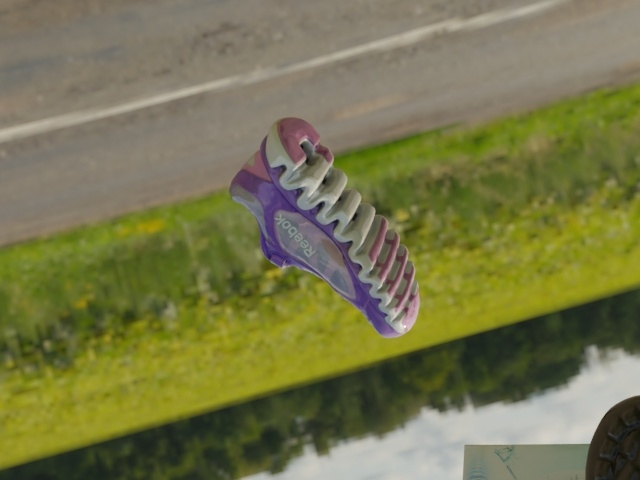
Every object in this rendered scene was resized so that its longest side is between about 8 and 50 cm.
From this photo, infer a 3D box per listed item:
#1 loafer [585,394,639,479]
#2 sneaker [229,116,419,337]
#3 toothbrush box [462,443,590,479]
[{"bbox_3d":[0.344,0.211,1.039,0.366,0.134,0.130,26,-173,24],"label":"loafer"},{"bbox_3d":[0.000,0.000,1.523,0.104,0.236,0.095,-32,-169,27],"label":"sneaker"},{"bbox_3d":[0.318,0.361,1.902,0.295,0.216,0.126,-2,150,17],"label":"toothbrush box"}]
